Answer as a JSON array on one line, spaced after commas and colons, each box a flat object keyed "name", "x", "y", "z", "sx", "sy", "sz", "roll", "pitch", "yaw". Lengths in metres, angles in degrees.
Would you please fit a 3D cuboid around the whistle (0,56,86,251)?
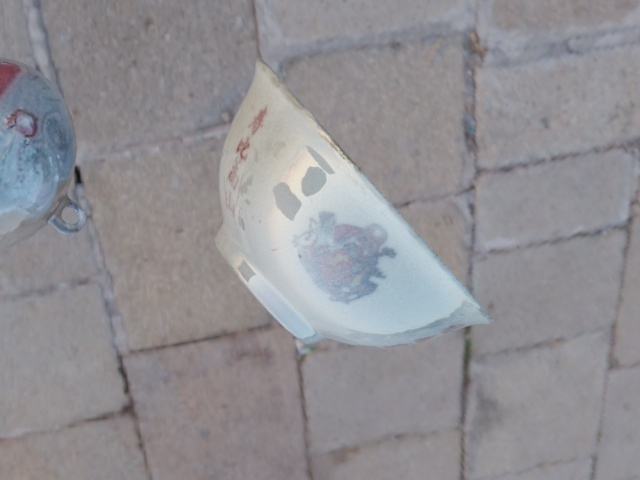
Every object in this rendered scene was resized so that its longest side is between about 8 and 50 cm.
[{"name": "whistle", "x": -0.349, "y": -0.112, "z": 1.079, "sx": 0.348, "sy": 0.189, "sz": 0.189, "roll": 34, "pitch": 117, "yaw": -14}]

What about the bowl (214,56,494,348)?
[{"name": "bowl", "x": 0.000, "y": 0.000, "z": 1.529, "sx": 0.196, "sy": 0.435, "sz": 0.435, "roll": -42, "pitch": 129, "yaw": 4}]
